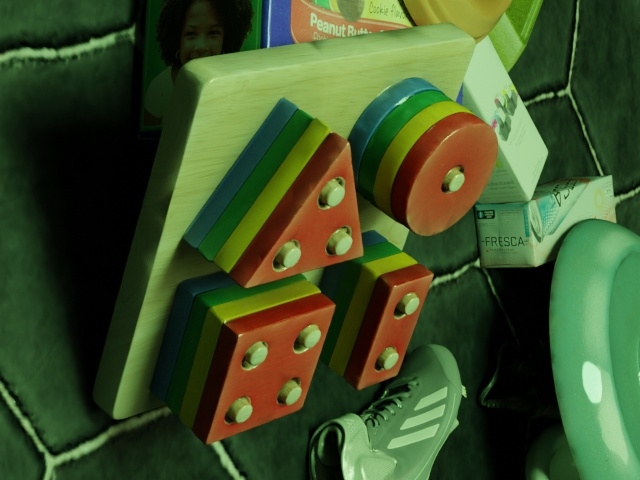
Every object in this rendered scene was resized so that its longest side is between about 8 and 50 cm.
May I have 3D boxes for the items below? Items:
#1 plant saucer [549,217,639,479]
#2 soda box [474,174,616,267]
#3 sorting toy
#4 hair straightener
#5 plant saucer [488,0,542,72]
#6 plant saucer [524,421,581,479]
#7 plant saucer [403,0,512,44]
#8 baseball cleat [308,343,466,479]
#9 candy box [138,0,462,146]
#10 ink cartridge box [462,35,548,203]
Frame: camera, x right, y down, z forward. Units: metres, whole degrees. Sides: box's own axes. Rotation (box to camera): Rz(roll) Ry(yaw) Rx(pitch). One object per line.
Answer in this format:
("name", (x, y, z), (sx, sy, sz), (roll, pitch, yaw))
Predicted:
("plant saucer", (0.300, 0.130, 1.602), (0.317, 0.044, 0.317), (31, 52, -50))
("soda box", (0.214, -0.019, 1.623), (0.183, 0.058, 0.063), (-17, 102, -55))
("sorting toy", (0.000, 0.000, 1.140), (0.257, 0.089, 0.255), (-15, 133, -45))
("hair straightener", (0.218, 0.135, 1.637), (0.230, 0.047, 0.089), (3, 50, -47))
("plant saucer", (0.159, -0.264, 1.569), (0.188, 0.045, 0.188), (54, 47, -38))
("plant saucer", (0.299, 0.357, 1.594), (0.400, 0.100, 0.400), (41, 22, -21))
("plant saucer", (0.106, -0.243, 1.290), (0.200, 0.037, 0.200), (4, 85, -59))
("baseball cleat", (0.053, 0.147, 1.366), (0.109, 0.072, 0.206), (42, 44, -27))
("candy box", (-0.002, -0.211, 1.263), (0.268, 0.122, 0.317), (10, 79, -56))
("ink cartridge box", (0.102, -0.112, 1.423), (0.181, 0.104, 0.061), (57, 44, -36))
